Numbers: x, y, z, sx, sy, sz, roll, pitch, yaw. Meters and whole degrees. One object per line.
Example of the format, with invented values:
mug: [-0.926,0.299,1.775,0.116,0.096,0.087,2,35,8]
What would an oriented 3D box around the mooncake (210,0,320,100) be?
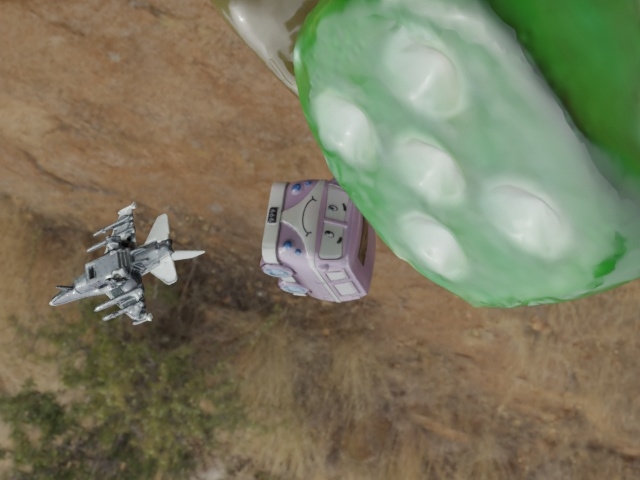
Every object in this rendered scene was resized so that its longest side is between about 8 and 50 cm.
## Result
mooncake: [0.046,-0.338,1.292,0.262,0.467,0.467,-44,123,16]

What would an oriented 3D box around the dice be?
dice: [0.174,-0.140,0.693,0.300,0.297,0.287,53,152,-9]

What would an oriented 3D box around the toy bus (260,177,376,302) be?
toy bus: [0.000,0.000,1.270,0.142,0.142,0.202,4,161,16]

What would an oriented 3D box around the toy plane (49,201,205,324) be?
toy plane: [-0.265,0.040,1.071,0.234,0.160,0.082,-18,159,14]
